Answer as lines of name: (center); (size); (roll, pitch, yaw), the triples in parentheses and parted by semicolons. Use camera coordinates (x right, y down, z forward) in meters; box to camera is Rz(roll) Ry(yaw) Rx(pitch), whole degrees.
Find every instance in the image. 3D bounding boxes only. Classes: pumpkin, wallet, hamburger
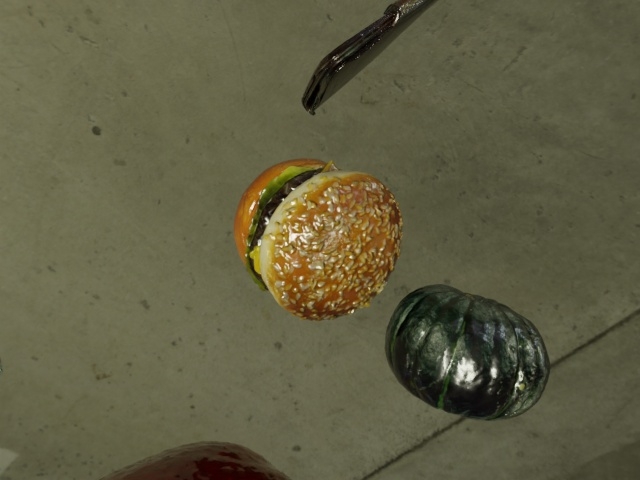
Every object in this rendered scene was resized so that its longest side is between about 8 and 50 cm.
pumpkin: (0.198, 0.153, 0.573); (0.220, 0.220, 0.162); (13, 97, -3)
wallet: (0.086, -0.244, 0.454); (0.255, 0.137, 0.031); (-43, 102, -8)
hamburger: (0.000, 0.000, 0.706); (0.291, 0.225, 0.291); (-16, 121, -28)

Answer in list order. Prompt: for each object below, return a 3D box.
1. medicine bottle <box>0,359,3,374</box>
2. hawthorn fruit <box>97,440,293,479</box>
medicine bottle: (-0.338, 0.082, 0.352); (0.118, 0.055, 0.074); (15, 120, 26)
hawthorn fruit: (-0.147, 0.333, 0.330); (0.284, 0.285, 0.369); (-39, 151, 19)
